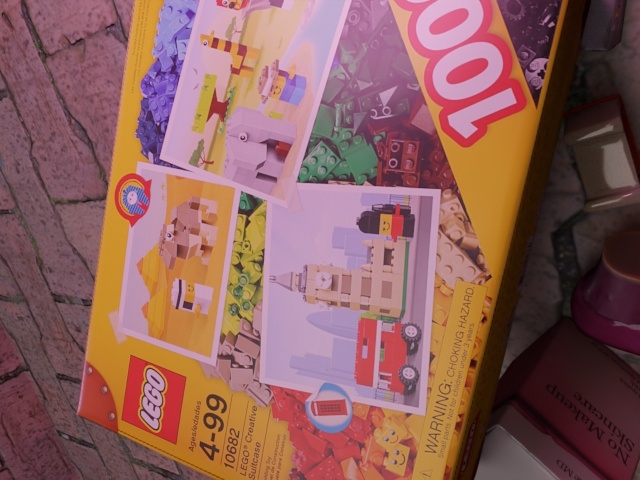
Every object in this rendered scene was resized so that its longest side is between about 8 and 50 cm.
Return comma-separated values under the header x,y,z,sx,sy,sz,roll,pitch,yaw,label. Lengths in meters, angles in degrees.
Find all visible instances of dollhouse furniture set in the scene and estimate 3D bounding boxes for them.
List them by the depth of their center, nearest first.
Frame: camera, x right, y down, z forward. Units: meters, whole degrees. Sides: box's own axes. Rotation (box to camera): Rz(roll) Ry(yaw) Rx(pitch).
x,y,z,sx,sy,sz,roll,pitch,yaw,label
0.361,-0.113,0.521,0.259,0.135,0.262,-15,103,33,dollhouse furniture set

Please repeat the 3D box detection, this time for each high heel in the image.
x,y,z,sx,sy,sz,roll,pitch,yaw,label
0.453,0.100,0.583,0.377,0.127,0.181,23,157,24,high heel

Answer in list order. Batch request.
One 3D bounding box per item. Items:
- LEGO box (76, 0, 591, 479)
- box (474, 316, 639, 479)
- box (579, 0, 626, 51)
x,y,z,sx,sy,sz,roll,pitch,yaw,label
0.003,-0.033,0.558,0.373,0.193,0.500,14,98,23,LEGO box
0.271,0.223,0.685,0.149,0.232,0.126,43,133,14,box
0.205,-0.307,0.568,0.183,0.056,0.231,16,123,34,box
